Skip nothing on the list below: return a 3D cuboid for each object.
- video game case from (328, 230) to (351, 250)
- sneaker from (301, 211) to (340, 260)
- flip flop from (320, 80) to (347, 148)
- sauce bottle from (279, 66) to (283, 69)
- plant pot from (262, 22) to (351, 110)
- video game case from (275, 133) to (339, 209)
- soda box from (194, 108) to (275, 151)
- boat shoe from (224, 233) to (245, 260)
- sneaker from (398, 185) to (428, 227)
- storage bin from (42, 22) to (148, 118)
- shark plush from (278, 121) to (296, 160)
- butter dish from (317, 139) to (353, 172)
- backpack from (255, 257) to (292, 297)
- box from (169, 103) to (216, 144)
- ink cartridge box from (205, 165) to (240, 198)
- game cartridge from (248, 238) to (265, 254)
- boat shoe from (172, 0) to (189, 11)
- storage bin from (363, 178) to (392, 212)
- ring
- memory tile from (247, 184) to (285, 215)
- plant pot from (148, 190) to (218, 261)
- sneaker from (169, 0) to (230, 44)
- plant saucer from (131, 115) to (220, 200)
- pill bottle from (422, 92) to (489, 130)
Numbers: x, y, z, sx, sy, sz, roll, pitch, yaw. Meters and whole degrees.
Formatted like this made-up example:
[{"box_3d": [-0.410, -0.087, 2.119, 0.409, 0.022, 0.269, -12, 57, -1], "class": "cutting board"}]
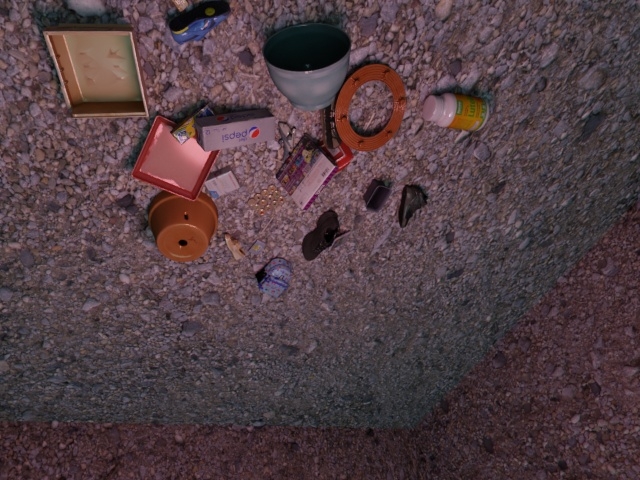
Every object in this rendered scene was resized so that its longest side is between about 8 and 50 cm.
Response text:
[{"box_3d": [0.096, 0.002, 2.045, 0.122, 0.011, 0.087, -27, 156, -36], "class": "video game case"}, {"box_3d": [0.000, 0.000, 1.989, 0.108, 0.130, 0.287, 13, 125, -28], "class": "sneaker"}, {"box_3d": [0.044, -0.500, 1.621, 0.112, 0.080, 0.278, -11, 118, -22], "class": "flip flop"}, {"box_3d": [-0.130, -0.590, 1.530, 0.042, 0.042, 0.128, -36, 132, 13], "class": "sauce bottle"}, {"box_3d": [-0.037, -0.577, 1.425, 0.292, 0.293, 0.196, -15, 144, -4], "class": "plant pot"}, {"box_3d": [-0.059, -0.278, 1.699, 0.232, 0.210, 0.041, -51, 153, 24], "class": "video game case"}, {"box_3d": [-0.312, -0.410, 1.531, 0.286, 0.091, 0.098, -19, 135, -28], "class": "soda box"}, {"box_3d": [-0.398, 0.023, 1.937, 0.059, 0.063, 0.170, -21, 140, -2], "class": "boat shoe"}, {"box_3d": [0.453, -0.158, 2.023, 0.130, 0.087, 0.228, 1, 123, -9], "class": "sneaker"}, {"box_3d": [-0.712, -0.546, 1.337, 0.259, 0.123, 0.263, -6, 130, -12], "class": "storage bin"}, {"box_3d": [-0.141, -0.404, 1.688, 0.067, 0.073, 0.161, 12, 143, 5], "class": "shark plush"}, {"box_3d": [0.057, -0.342, 1.736, 0.159, 0.160, 0.118, -32, 155, 11], "class": "butter dish"}, {"box_3d": [-0.217, 0.181, 2.080, 0.173, 0.117, 0.158, -44, 128, 16], "class": "backpack"}, {"box_3d": [-0.465, -0.425, 1.514, 0.169, 0.059, 0.054, -43, 125, -7], "class": "box"}, {"box_3d": [-0.408, -0.243, 1.720, 0.122, 0.052, 0.089, -21, 131, 3], "class": "ink cartridge box"}, {"box_3d": [-0.305, 0.033, 1.999, 0.055, 0.017, 0.083, 25, 118, -36], "class": "game cartridge"}, {"box_3d": [-0.472, -0.768, 1.277, 0.045, 0.050, 0.135, -44, 127, 12], "class": "boat shoe"}, {"box_3d": [0.261, -0.213, 1.918, 0.098, 0.091, 0.135, 13, 124, -25], "class": "storage bin"}, {"box_3d": [0.207, -0.515, 1.636, 0.336, 0.032, 0.337, -15, 124, -24], "class": "ring"}, {"box_3d": [-0.240, -0.178, 1.849, 0.147, 0.012, 0.113, -32, 130, 10], "class": "memory tile"}, {"box_3d": [-0.573, -0.049, 1.729, 0.290, 0.204, 0.291, -8, 129, -9], "class": "plant pot"}, {"box_3d": [-0.387, -0.707, 1.353, 0.209, 0.069, 0.082, -28, 164, -5], "class": "sneaker"}, {"box_3d": [-0.554, -0.313, 1.599, 0.258, 0.048, 0.259, 22, 109, -30], "class": "plant saucer"}, {"box_3d": [0.556, -0.534, 1.715, 0.245, 0.136, 0.137, 2, 127, -18], "class": "pill bottle"}]
